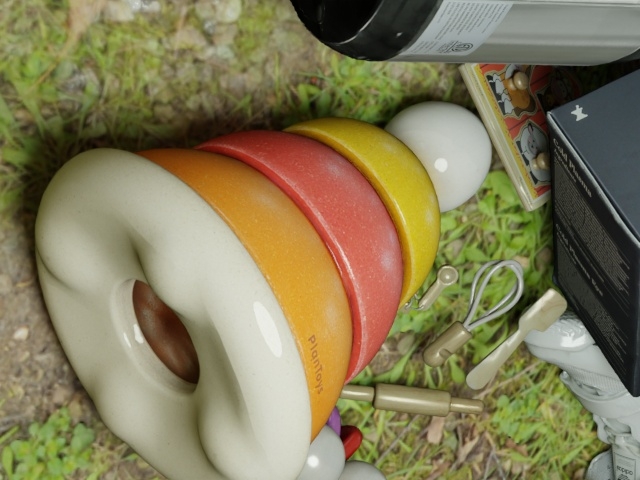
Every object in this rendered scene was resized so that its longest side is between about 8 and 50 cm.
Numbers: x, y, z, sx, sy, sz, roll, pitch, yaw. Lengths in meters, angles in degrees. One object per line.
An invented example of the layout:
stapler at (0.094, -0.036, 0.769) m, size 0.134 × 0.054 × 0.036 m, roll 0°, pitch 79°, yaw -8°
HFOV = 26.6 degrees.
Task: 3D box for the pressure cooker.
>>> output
pressure cooker at (0.199, -0.338, 1.249) m, size 0.420 × 0.370 × 0.376 m, roll -2°, pitch 107°, yaw -22°

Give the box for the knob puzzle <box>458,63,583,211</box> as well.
knob puzzle at (0.242, -0.143, 1.457) m, size 0.213 × 0.030 × 0.213 m, roll 19°, pitch 63°, yaw -40°

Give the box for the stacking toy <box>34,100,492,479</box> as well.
stacking toy at (0.000, 0.000, 1.318) m, size 0.480 × 0.350 × 0.351 m, roll -31°, pitch 115°, yaw -35°

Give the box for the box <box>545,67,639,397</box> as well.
box at (0.415, -0.047, 1.343) m, size 0.343 × 0.179 × 0.312 m, roll -26°, pitch 147°, yaw -4°

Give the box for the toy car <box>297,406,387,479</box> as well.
toy car at (-0.012, 0.231, 1.427) m, size 0.182 × 0.159 × 0.136 m, roll 44°, pitch 48°, yaw -27°

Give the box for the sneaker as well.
sneaker at (0.357, 0.209, 1.588) m, size 0.365 × 0.137 × 0.210 m, roll 20°, pitch 91°, yaw -31°

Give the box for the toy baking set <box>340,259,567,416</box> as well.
toy baking set at (0.131, 0.102, 1.460) m, size 0.256 × 0.030 × 0.197 m, roll 12°, pitch 107°, yaw -7°

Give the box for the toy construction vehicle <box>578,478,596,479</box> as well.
toy construction vehicle at (0.315, 0.331, 1.624) m, size 0.035 × 0.085 × 0.098 m, roll -54°, pitch 126°, yaw -44°
